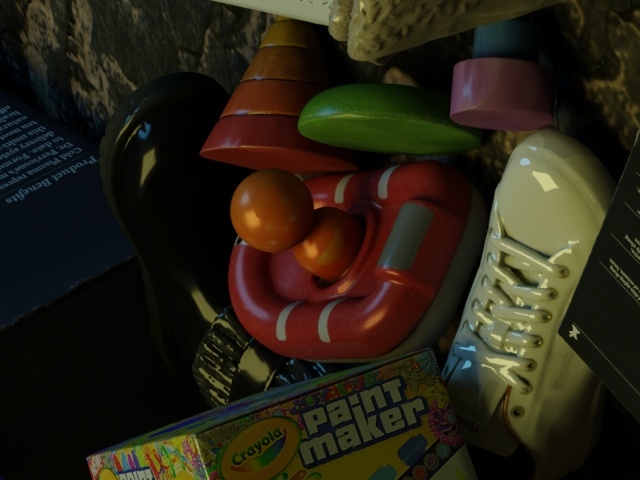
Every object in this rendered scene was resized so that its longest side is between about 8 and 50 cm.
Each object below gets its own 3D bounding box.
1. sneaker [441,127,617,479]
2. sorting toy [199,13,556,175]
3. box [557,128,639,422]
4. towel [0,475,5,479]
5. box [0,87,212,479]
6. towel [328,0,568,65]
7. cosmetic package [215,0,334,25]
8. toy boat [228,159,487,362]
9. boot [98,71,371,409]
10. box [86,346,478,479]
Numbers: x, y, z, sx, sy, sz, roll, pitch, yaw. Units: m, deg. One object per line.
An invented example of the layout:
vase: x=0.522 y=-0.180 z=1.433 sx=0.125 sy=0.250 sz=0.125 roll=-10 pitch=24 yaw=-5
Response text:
sneaker: x=0.135 y=0.068 z=1.239 sx=0.106 sy=0.123 sz=0.290 roll=28 pitch=137 yaw=35
sorting toy: x=0.040 y=-0.126 z=1.324 sx=0.365 sy=0.127 sz=0.126 roll=-8 pitch=74 yaw=58
box: x=0.268 y=0.068 z=1.044 sx=0.261 sy=0.103 sz=0.184 roll=49 pitch=145 yaw=27
towel: x=-0.333 y=0.273 z=1.670 sx=0.228 sy=0.076 sz=0.308 roll=51 pitch=146 yaw=22
box: x=-0.344 y=0.130 z=1.882 sx=0.472 sy=0.297 sz=0.480 roll=31 pitch=137 yaw=37
towel: x=0.106 y=-0.219 z=1.012 sx=0.049 sy=0.187 sz=0.282 roll=53 pitch=150 yaw=30
cosmetic package: x=-0.042 y=-0.279 z=1.251 sx=0.385 sy=0.156 sz=0.217 roll=17 pitch=127 yaw=54
toy boat: x=0.000 y=0.000 z=1.358 sx=0.151 sy=0.151 sz=0.231 roll=32 pitch=161 yaw=-25
boot: x=-0.050 y=0.053 z=1.540 sx=0.260 sy=0.131 sz=0.348 roll=48 pitch=158 yaw=43
box: x=-0.006 y=0.243 z=1.304 sx=0.290 sy=0.177 sz=0.279 roll=-26 pitch=83 yaw=68
